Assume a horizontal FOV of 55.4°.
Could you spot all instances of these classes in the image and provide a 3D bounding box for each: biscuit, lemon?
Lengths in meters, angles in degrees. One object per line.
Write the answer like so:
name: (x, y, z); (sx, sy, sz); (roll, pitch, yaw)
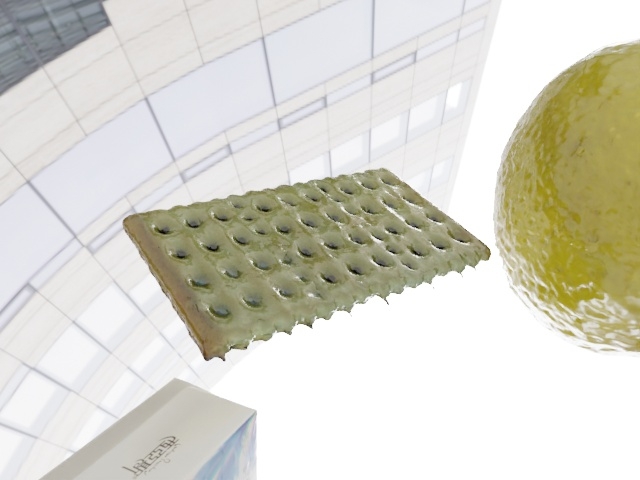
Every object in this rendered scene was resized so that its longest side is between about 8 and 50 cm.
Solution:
biscuit: (0.000, 0.000, 0.417); (0.231, 0.016, 0.139); (-14, -138, -33)
lemon: (0.288, -0.042, 0.551); (0.268, 0.268, 0.322); (2, -127, 4)

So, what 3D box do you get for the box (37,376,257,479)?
box: (-0.155, 0.304, 0.570); (0.116, 0.274, 0.203); (13, -157, 26)
